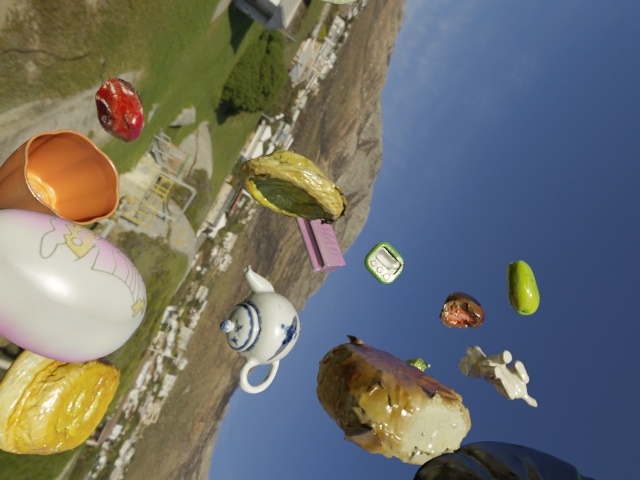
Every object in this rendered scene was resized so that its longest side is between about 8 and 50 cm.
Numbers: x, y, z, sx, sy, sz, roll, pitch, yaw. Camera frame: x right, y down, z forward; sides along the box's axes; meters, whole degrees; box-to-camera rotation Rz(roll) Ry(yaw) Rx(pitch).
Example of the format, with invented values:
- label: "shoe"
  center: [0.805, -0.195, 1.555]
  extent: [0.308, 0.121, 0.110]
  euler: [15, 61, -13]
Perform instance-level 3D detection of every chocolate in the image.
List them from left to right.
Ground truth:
- label: "chocolate"
  center: [0.477, 0.240, 1.341]
  extent: [0.127, 0.133, 0.124]
  euler: [-58, 160, -17]

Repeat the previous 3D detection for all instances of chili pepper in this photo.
- label: "chili pepper"
  center: [-0.530, -0.330, 1.072]
  extent: [0.144, 0.136, 0.252]
  euler: [-37, -135, -5]
- label: "chili pepper"
  center: [0.174, 0.344, 0.992]
  extent: [0.208, 0.049, 0.043]
  euler: [-37, 168, 12]

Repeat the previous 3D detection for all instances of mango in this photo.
- label: "mango"
  center: [0.604, 0.143, 1.211]
  extent: [0.089, 0.163, 0.117]
  euler: [-15, 180, 30]

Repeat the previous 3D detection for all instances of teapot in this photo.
- label: "teapot"
  center: [-0.220, 0.297, 1.371]
  extent: [0.252, 0.280, 0.424]
  euler: [-12, -108, 42]

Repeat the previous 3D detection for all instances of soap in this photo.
- label: "soap"
  center: [0.000, 0.000, 1.306]
  extent: [0.065, 0.122, 0.203]
  euler: [-27, -104, 29]

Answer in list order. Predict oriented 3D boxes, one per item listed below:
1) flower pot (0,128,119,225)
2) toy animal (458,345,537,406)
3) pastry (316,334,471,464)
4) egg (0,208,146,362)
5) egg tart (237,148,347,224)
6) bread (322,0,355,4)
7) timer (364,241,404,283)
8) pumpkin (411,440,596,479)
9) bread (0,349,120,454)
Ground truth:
- label: "flower pot"
  center: [-0.530, -0.104, 0.784]
  extent: [0.173, 0.190, 0.190]
  euler: [-12, -137, 22]
- label: "toy animal"
  center: [0.501, 0.397, 1.159]
  extent: [0.104, 0.184, 0.185]
  euler: [-42, -172, -26]
- label: "pastry"
  center: [0.095, 0.219, 0.560]
  extent: [0.100, 0.218, 0.229]
  euler: [-66, 156, -2]
- label: "egg"
  center: [-0.393, 0.066, 0.607]
  extent: [0.196, 0.271, 0.196]
  euler: [-18, -151, 10]
- label: "egg tart"
  center: [-0.061, -0.128, 0.956]
  extent: [0.279, 0.279, 0.095]
  euler: [-14, -126, 62]
- label: "bread"
  center: [0.008, -0.521, 0.566]
  extent: [0.187, 0.155, 0.338]
  euler: [121, -41, -53]
- label: "timer"
  center: [0.236, 0.084, 1.488]
  extent: [0.128, 0.140, 0.047]
  euler: [-46, -173, -15]
- label: "pumpkin"
  center: [0.126, 0.222, 0.241]
  extent: [0.150, 0.194, 0.194]
  euler: [75, 32, -62]
- label: "bread"
  center: [-0.494, 0.295, 0.754]
  extent: [0.236, 0.120, 0.198]
  euler: [80, 29, -63]
